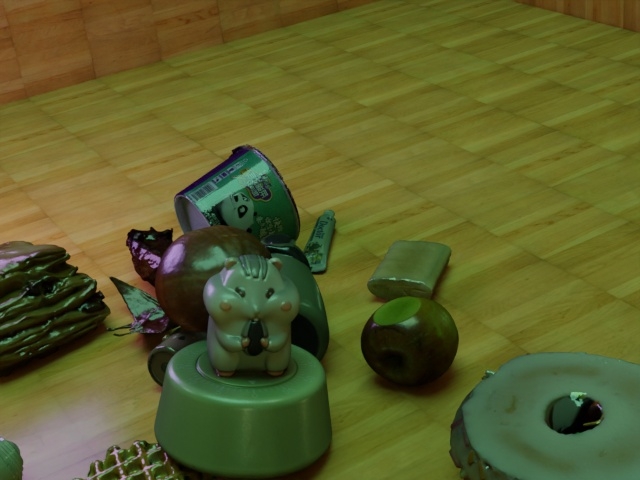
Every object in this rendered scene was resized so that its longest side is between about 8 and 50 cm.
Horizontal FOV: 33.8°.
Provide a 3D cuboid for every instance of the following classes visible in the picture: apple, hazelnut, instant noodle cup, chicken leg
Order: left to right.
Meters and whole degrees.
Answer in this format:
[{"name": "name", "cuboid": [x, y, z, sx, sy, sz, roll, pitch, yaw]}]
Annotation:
[{"name": "chicken leg", "cuboid": [-0.304, 0.065, 2.247, 0.158, 0.096, 0.407, -6, 22, -42]}, {"name": "hazelnut", "cuboid": [-0.184, 0.061, 1.823, 0.214, 0.176, 0.214, -33, 14, 9]}, {"name": "instant noodle cup", "cuboid": [-0.193, -0.060, 2.309, 0.190, 0.251, 0.251, -31, 34, -23]}, {"name": "apple", "cuboid": [0.161, 0.176, 1.849, 0.163, 0.146, 0.147, -7, 31, 36]}]

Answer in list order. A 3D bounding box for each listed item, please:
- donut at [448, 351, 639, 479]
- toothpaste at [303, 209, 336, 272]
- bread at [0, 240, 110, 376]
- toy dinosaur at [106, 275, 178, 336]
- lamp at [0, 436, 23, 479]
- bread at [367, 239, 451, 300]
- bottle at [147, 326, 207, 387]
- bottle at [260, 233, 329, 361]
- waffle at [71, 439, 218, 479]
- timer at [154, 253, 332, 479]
[{"name": "donut", "cuboid": [0.376, 0.307, 1.546, 0.382, 0.142, 0.382, -5, 27, 3]}, {"name": "toothpaste", "cuboid": [0.000, 0.000, 2.352, 0.067, 0.037, 0.255, 0, 32, 13]}, {"name": "bread", "cuboid": [-0.646, 0.104, 2.139, 0.314, 0.191, 0.370, -29, 33, -34]}, {"name": "toy dinosaur", "cuboid": [-0.323, 0.118, 2.038, 0.206, 0.113, 0.327, -19, 9, 2]}, {"name": "lamp", "cuboid": [-0.562, 0.389, 1.674, 0.106, 0.106, 0.193, 21, 48, 42]}, {"name": "bread", "cuboid": [0.186, 0.062, 2.154, 0.139, 0.060, 0.178, 6, 30, 21]}, {"name": "bottle", "cuboid": [-0.249, 0.208, 1.954, 0.099, 0.099, 0.152, 4, 22, 21]}, {"name": "bottle", "cuboid": [-0.078, 0.111, 2.014, 0.168, 0.168, 0.347, -8, 25, -2]}, {"name": "waffle", "cuboid": [-0.297, 0.400, 1.638, 0.243, 0.059, 0.238, 3, 32, 23]}, {"name": "timer", "cuboid": [-0.115, 0.176, 1.676, 0.291, 0.315, 0.291, 4, 19, -1]}]
